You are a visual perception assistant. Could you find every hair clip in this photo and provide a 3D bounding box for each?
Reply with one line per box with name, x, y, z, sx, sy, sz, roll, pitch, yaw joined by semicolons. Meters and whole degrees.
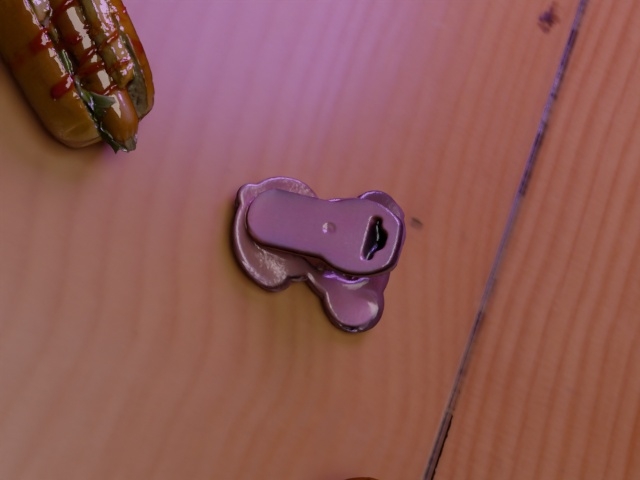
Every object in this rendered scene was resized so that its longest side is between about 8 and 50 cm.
hair clip;0.000;0.004;0.939;0.138;0.102;0.123;8;71;7

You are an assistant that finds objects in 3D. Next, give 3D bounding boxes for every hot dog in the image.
hot dog;-0.199;-0.177;0.842;0.104;0.076;0.250;-30;92;-31

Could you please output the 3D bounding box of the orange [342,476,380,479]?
orange;0.032;0.223;0.880;0.084;0.083;0.083;6;77;-27
